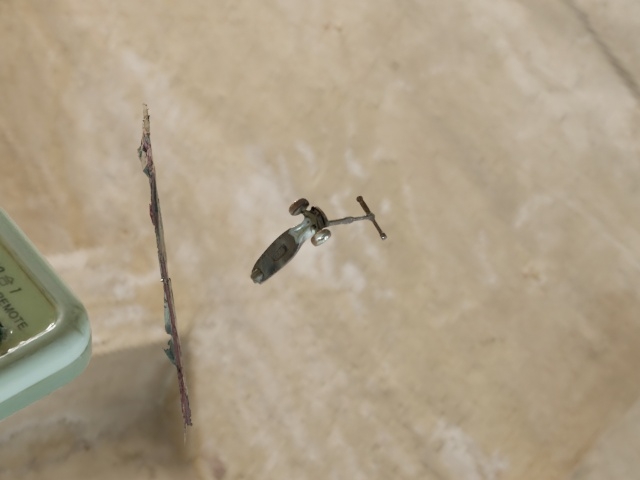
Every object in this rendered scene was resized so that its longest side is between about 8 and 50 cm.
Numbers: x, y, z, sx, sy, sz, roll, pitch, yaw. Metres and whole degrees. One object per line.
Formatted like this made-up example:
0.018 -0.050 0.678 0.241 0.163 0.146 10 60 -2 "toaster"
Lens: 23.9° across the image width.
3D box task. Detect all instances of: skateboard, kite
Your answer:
0.000 0.000 0.913 0.083 0.064 0.032 -12 -119 -54 "skateboard"
-0.055 0.008 0.524 0.011 0.156 0.139 -6 -118 -5 "kite"

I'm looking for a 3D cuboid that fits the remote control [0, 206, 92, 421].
-0.276 0.095 0.728 0.335 0.065 0.128 -30 -125 -25 "remote control"
